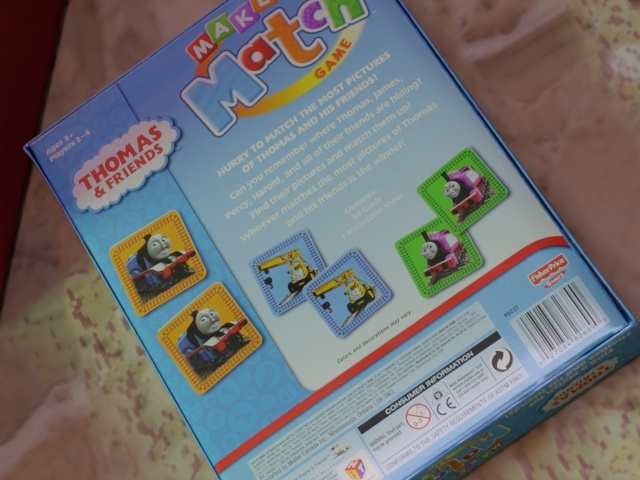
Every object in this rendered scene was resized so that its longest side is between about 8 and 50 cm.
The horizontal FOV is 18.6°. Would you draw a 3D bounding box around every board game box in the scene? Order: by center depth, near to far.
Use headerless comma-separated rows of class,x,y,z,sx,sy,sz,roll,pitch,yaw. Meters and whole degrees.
board game box,0.000,0.000,0.748,0.160,0.039,0.211,-35,65,5

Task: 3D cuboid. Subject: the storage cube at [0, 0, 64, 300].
storage cube,-0.233,-0.081,0.773,0.183,0.193,0.215,3,74,21
